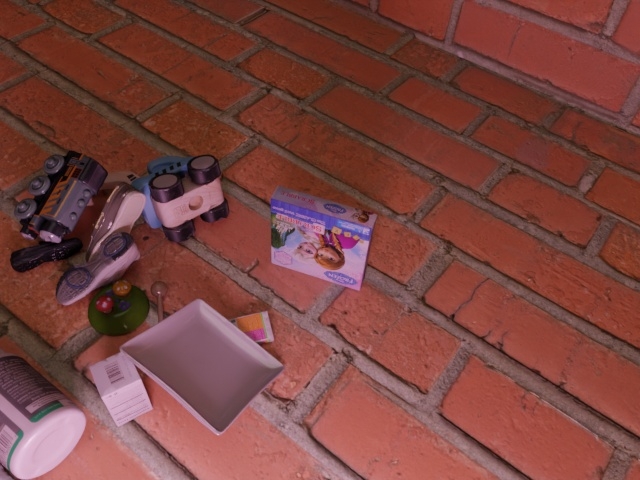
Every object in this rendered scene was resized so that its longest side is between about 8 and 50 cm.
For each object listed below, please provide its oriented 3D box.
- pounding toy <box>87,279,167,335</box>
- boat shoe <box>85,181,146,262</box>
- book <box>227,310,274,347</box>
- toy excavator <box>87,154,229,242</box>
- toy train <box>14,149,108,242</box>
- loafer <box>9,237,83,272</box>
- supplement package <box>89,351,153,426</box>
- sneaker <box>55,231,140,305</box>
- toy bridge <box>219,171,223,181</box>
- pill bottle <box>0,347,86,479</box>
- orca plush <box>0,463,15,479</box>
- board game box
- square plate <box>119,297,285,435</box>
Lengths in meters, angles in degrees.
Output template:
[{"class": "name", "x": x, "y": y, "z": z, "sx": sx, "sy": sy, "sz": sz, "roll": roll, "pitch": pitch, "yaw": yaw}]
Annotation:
[{"class": "pounding toy", "x": -0.592, "y": 0.182, "z": 1.738, "sx": 0.236, "sy": 0.110, "sz": 0.183, "roll": -2, "pitch": 50, "yaw": -6}, {"class": "boat shoe", "x": -0.672, "y": -0.044, "z": 1.844, "sx": 0.091, "sy": 0.109, "sz": 0.305, "roll": 38, "pitch": 101, "yaw": 23}, {"class": "book", "x": -0.222, "y": 0.276, "z": 1.740, "sx": 0.144, "sy": 0.035, "sz": 0.096, "roll": -10, "pitch": 54, "yaw": -12}, {"class": "toy excavator", "x": -0.600, "y": -0.182, "z": 2.016, "sx": 0.433, "sy": 0.222, "sz": 0.445, "roll": -30, "pitch": 44, "yaw": -25}, {"class": "toy train", "x": -0.840, "y": -0.145, "z": 1.867, "sx": 0.190, "sy": 0.142, "sz": 0.334, "roll": 12, "pitch": 66, "yaw": 20}, {"class": "loafer", "x": -0.891, "y": 0.031, "z": 1.865, "sx": 0.223, "sy": 0.076, "sz": 0.078, "roll": -20, "pitch": 62, "yaw": -15}, {"class": "supplement package", "x": -0.524, "y": 0.392, "z": 1.519, "sx": 0.105, "sy": 0.179, "sz": 0.105, "roll": -24, "pitch": 56, "yaw": -22}, {"class": "sneaker", "x": -0.687, "y": 0.107, "z": 1.801, "sx": 0.297, "sy": 0.129, "sz": 0.111, "roll": -38, "pitch": 63, "yaw": -9}, {"class": "toy bridge", "x": -0.466, "y": -0.239, "z": 2.160, "sx": 0.188, "sy": 0.026, "sz": 0.063, "roll": 6, "pitch": 51, "yaw": 1}, {"class": "pill bottle", "x": -0.796, "y": 0.416, "z": 1.463, "sx": 0.361, "sy": 0.204, "sz": 0.204, "roll": 31, "pitch": 54, "yaw": 20}, {"class": "orca plush", "x": -0.846, "y": 0.574, "z": 1.427, "sx": 0.287, "sy": 0.102, "sz": 0.151, "roll": 29, "pitch": 8, "yaw": 7}, {"class": "board game box", "x": 0.000, "y": 0.000, "z": 1.803, "sx": 0.318, "sy": 0.318, "sz": 0.066, "roll": 17, "pitch": 51, "yaw": 11}, {"class": "square plate", "x": -0.313, "y": 0.334, "z": 1.570, "sx": 0.344, "sy": 0.049, "sz": 0.347, "roll": 36, "pitch": 28, "yaw": 11}]
